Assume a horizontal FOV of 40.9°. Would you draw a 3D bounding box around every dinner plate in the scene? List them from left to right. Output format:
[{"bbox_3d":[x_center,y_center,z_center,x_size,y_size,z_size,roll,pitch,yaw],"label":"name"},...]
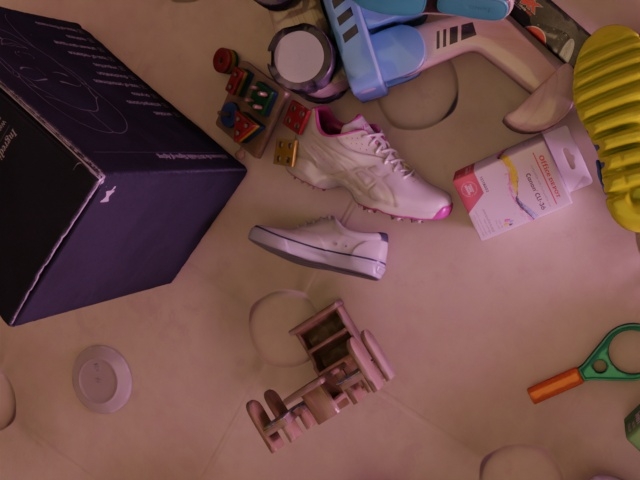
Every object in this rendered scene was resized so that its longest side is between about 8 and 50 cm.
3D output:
[{"bbox_3d":[-0.443,0.281,1.725,0.141,0.017,0.141,1,93,19],"label":"dinner plate"}]

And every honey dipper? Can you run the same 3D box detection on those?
[{"bbox_3d":[-0.120,-0.220,1.568,0.030,0.030,0.161,29,104,15],"label":"honey dipper"}]

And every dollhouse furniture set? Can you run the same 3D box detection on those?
[{"bbox_3d":[-0.001,0.209,1.447,0.212,0.242,0.161,-34,83,18],"label":"dollhouse furniture set"}]

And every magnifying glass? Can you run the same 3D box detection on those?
[{"bbox_3d":[0.450,0.210,1.407,0.231,0.026,0.092,-29,85,19],"label":"magnifying glass"}]

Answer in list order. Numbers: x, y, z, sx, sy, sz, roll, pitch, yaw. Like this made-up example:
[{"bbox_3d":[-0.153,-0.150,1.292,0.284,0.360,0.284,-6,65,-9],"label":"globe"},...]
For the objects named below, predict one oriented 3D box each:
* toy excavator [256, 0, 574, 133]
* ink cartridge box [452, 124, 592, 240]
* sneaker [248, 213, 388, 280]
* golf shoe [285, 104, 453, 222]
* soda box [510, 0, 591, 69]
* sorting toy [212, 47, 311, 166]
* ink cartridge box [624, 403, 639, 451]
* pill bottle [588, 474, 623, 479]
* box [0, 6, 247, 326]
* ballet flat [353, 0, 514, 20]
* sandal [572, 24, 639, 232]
[{"bbox_3d":[0.145,-0.334,1.390,0.445,0.222,0.433,-18,89,11],"label":"toy excavator"},{"bbox_3d":[0.329,-0.094,1.391,0.198,0.067,0.115,-25,101,19],"label":"ink cartridge box"},{"bbox_3d":[0.000,0.000,1.523,0.258,0.094,0.091,14,78,15],"label":"sneaker"},{"bbox_3d":[0.086,-0.129,1.449,0.306,0.115,0.140,22,115,15],"label":"golf shoe"},{"bbox_3d":[0.369,-0.345,1.378,0.169,0.053,0.060,45,106,11],"label":"soda box"},{"bbox_3d":[-0.129,-0.230,1.516,0.274,0.046,0.132,42,115,34],"label":"sorting toy"},{"bbox_3d":[0.635,0.262,1.297,0.201,0.117,0.278,44,105,11],"label":"ink cartridge box"},{"bbox_3d":[0.439,0.529,1.363,0.162,0.162,0.279,28,103,15],"label":"pill bottle"},{"bbox_3d":[-0.459,-0.148,1.453,0.471,0.480,0.297,39,107,13],"label":"box"},{"bbox_3d":[0.165,-0.378,1.281,0.248,0.086,0.086,7,97,-5],"label":"ballet flat"},{"bbox_3d":[0.462,-0.170,1.317,0.126,0.138,0.318,-8,89,19],"label":"sandal"}]
